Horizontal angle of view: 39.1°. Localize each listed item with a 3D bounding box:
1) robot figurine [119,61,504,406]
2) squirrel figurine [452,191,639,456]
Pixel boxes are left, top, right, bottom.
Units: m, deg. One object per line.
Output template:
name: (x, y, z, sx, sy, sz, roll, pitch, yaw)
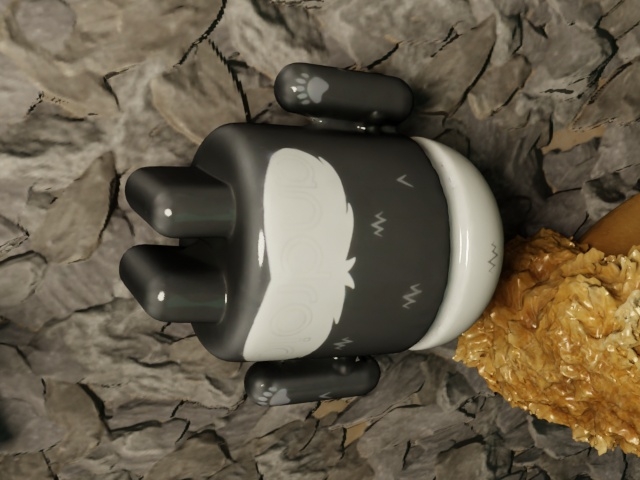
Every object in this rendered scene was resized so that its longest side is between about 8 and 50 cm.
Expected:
robot figurine: (-0.001, 0.001, 0.663, 0.278, 0.173, 0.209, 0, 143, -26)
squirrel figurine: (0.328, 0.133, 0.773, 0.397, 0.370, 0.281, 11, 115, -31)
